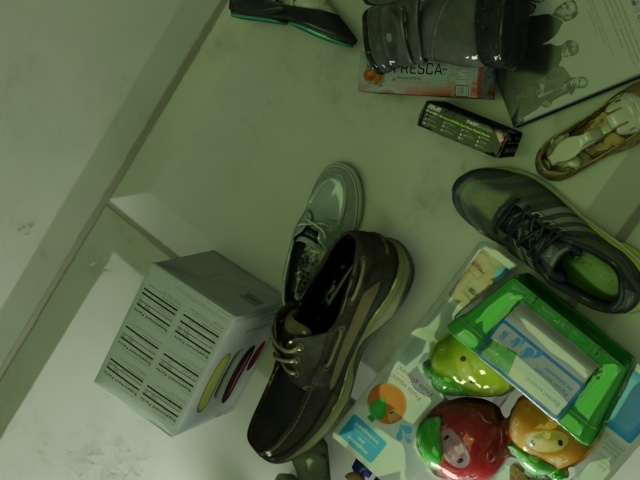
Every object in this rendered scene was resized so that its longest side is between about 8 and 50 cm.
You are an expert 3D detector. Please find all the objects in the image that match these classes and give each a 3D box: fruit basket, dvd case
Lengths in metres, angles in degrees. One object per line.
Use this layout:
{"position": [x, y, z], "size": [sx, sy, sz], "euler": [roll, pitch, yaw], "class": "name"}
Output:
{"position": [0.231, 0.233, 1.653], "size": [0.327, 0.165, 0.353], "euler": [41, 99, 14], "class": "fruit basket"}
{"position": [0.335, -0.275, 1.653], "size": [0.239, 0.029, 0.179], "euler": [-21, 86, 22], "class": "dvd case"}

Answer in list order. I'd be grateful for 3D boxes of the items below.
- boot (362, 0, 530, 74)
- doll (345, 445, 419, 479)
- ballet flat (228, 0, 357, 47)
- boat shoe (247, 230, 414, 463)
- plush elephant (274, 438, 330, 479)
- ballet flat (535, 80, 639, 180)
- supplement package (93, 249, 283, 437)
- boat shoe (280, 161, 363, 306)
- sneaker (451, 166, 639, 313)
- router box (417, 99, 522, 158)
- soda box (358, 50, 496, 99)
{"position": [0.161, -0.382, 1.617], "size": [0.223, 0.118, 0.338], "euler": [6, 82, 32], "class": "boot"}
{"position": [0.115, 0.277, 1.778], "size": [0.129, 0.046, 0.189], "euler": [33, 99, 25], "class": "doll"}
{"position": [-0.036, -0.328, 1.774], "size": [0.203, 0.074, 0.074], "euler": [18, 101, 21], "class": "ballet flat"}
{"position": [-0.013, 0.136, 1.730], "size": [0.132, 0.130, 0.355], "euler": [28, 88, 51], "class": "boat shoe"}
{"position": [-0.102, 0.456, 1.760], "size": [0.256, 0.272, 0.330], "euler": [-5, 119, -3], "class": "plush elephant"}
{"position": [0.369, -0.140, 1.631], "size": [0.206, 0.067, 0.073], "euler": [-37, 80, 20], "class": "ballet flat"}
{"position": [-0.182, 0.143, 1.802], "size": [0.149, 0.194, 0.203], "euler": [32, 106, 17], "class": "supplement package"}
{"position": [-0.001, 0.000, 1.780], "size": [0.079, 0.081, 0.227], "euler": [20, 102, 19], "class": "boat shoe"}
{"position": [0.300, -0.003, 1.640], "size": [0.300, 0.121, 0.111], "euler": [32, 105, 16], "class": "sneaker"}
{"position": [0.201, -0.150, 1.683], "size": [0.122, 0.092, 0.038], "euler": [25, 103, 17], "class": "router box"}
{"position": [0.145, -0.224, 1.700], "size": [0.183, 0.063, 0.058], "euler": [8, 97, 30], "class": "soda box"}
